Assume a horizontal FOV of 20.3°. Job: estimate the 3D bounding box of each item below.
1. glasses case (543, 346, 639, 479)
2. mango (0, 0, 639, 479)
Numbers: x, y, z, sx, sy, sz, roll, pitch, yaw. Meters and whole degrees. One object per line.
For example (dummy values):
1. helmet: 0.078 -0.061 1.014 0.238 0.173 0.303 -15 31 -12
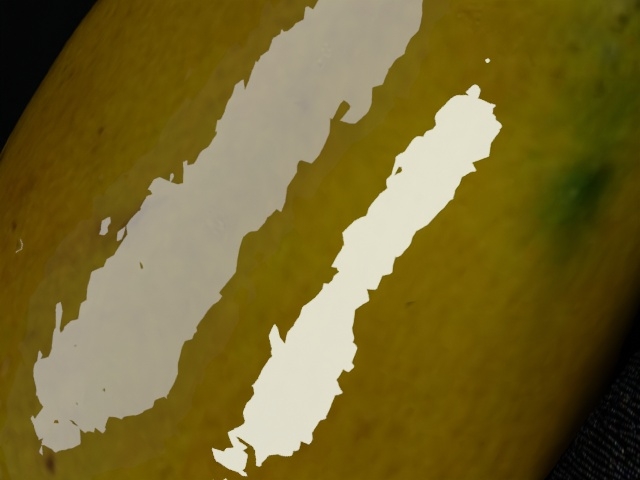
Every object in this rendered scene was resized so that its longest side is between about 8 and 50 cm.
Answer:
1. glasses case: 0.085 0.078 0.374 0.267 0.067 0.103 115 162 -44
2. mango: 0.000 0.000 0.499 0.317 0.173 0.211 -57 31 30
